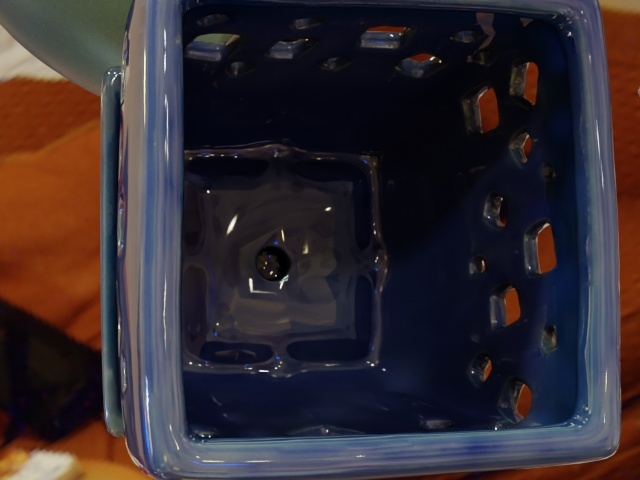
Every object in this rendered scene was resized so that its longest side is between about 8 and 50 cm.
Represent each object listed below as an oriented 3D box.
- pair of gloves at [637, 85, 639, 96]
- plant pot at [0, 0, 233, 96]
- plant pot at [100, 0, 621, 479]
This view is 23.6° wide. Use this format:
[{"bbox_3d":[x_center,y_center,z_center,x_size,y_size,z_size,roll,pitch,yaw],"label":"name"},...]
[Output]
[{"bbox_3d":[0.195,-0.181,0.938,0.042,0.240,0.204,-37,32,60],"label":"pair of gloves"},{"bbox_3d":[-0.195,-0.263,1.306,0.195,0.290,0.290,9,7,-25],"label":"plant pot"},{"bbox_3d":[0.000,0.000,0.786,0.236,0.236,0.212,1,-6,-20],"label":"plant pot"}]
